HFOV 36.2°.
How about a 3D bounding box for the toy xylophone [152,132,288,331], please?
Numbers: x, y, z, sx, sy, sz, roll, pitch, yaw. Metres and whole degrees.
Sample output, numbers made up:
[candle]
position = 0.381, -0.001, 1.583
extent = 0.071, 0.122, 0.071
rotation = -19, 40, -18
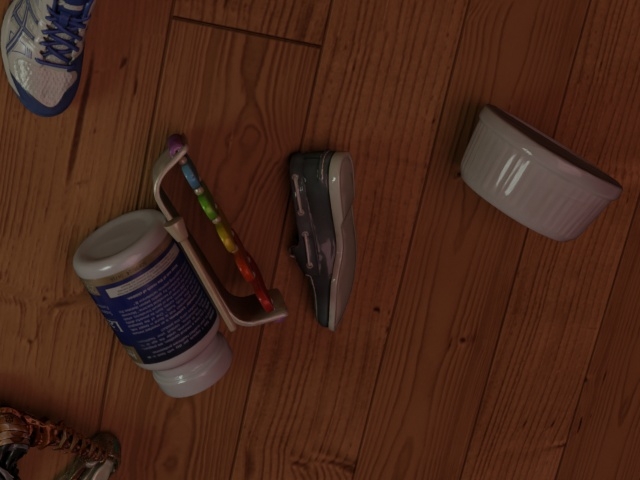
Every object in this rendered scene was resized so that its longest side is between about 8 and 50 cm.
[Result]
[toy xylophone]
position = -0.153, 0.005, 1.440
extent = 0.081, 0.236, 0.323
rotation = -30, 117, -1

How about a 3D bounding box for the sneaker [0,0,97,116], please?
[sneaker]
position = -0.351, -0.303, 1.287
extent = 0.112, 0.131, 0.296
rotation = -1, 109, -28

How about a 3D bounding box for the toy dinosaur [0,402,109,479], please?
[toy dinosaur]
position = -0.480, 0.316, 1.434
extent = 0.322, 0.164, 0.218
rotation = 7, 88, -5

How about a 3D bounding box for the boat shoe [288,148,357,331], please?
[boat shoe]
position = 0.000, 0.000, 1.607
extent = 0.099, 0.116, 0.319
rotation = 8, 118, 16

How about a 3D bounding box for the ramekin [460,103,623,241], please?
[ramekin]
position = 0.358, -0.107, 1.641
extent = 0.273, 0.273, 0.127
rotation = 21, 109, -31

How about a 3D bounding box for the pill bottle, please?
[pill bottle]
position = -0.242, 0.098, 1.467
extent = 0.153, 0.153, 0.265
rotation = -33, 118, -13

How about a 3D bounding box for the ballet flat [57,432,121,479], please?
[ballet flat]
position = -0.386, 0.400, 1.550
extent = 0.073, 0.067, 0.206
rotation = 32, 92, -31
